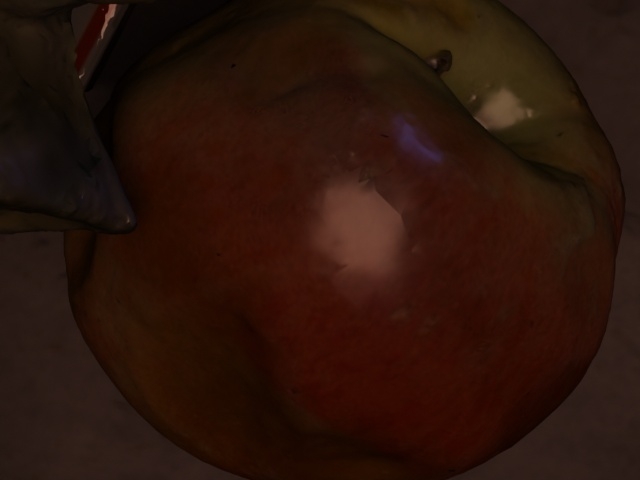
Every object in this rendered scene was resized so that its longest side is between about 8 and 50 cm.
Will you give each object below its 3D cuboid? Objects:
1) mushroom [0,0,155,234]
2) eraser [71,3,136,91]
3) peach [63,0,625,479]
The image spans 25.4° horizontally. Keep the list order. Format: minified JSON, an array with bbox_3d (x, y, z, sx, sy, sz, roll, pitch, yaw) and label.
[{"bbox_3d":[-0.107,-0.159,0.420,0.212,0.217,0.292,-6,73,17],"label":"mushroom"},{"bbox_3d":[-0.167,-0.185,0.607,0.230,0.038,0.157,28,98,-8],"label":"eraser"},{"bbox_3d":[0.000,0.000,0.582,0.235,0.214,0.214,-31,104,41],"label":"peach"}]
